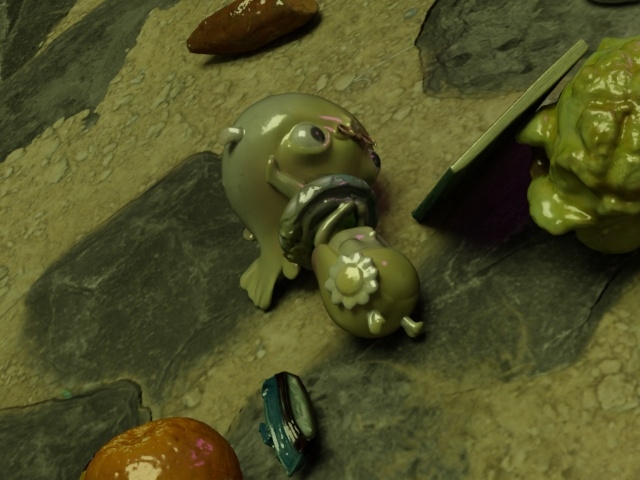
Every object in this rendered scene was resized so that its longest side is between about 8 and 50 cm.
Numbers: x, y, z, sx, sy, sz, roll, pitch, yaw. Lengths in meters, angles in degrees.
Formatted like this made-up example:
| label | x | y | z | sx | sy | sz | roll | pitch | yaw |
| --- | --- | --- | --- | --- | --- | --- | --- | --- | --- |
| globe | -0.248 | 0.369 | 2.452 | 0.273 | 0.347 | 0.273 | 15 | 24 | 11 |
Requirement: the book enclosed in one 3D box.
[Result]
| label | x | y | z | sx | sy | sz | roll | pitch | yaw |
| --- | --- | --- | --- | --- | --- | --- | --- | --- | --- |
| book | 0.201 | -0.119 | 1.305 | 0.215 | 0.025 | 0.282 | -44 | -4 | -10 |

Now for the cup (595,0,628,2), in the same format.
| label | x | y | z | sx | sy | sz | roll | pitch | yaw |
| --- | --- | --- | --- | --- | --- | --- | --- | --- | --- |
| cup | 0.421 | -0.421 | 1.520 | 0.173 | 0.134 | 0.142 | -44 | 39 | -12 |

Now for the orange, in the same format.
| label | x | y | z | sx | sy | sz | roll | pitch | yaw |
| --- | --- | --- | --- | --- | --- | --- | --- | --- | --- |
| orange | -0.170 | 0.271 | 1.201 | 0.178 | 0.155 | 0.177 | -32 | -1 | 0 |

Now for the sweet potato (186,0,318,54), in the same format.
| label | x | y | z | sx | sy | sz | roll | pitch | yaw |
| --- | --- | --- | --- | --- | --- | --- | --- | --- | --- |
| sweet potato | -0.124 | -0.377 | 1.933 | 0.252 | 0.097 | 0.097 | -13 | 42 | 25 |

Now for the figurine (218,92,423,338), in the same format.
| label | x | y | z | sx | sy | sz | roll | pitch | yaw |
| --- | --- | --- | --- | --- | --- | --- | --- | --- | --- |
| figurine | 0.000 | 0.000 | 1.393 | 0.274 | 0.227 | 0.394 | -58 | 43 | 22 |

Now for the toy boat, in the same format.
| label | x | y | z | sx | sy | sz | roll | pitch | yaw |
| --- | --- | --- | --- | --- | --- | --- | --- | --- | --- |
| toy boat | -0.039 | 0.207 | 1.262 | 0.061 | 0.060 | 0.137 | -52 | 33 | 21 |

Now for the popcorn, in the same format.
| label | x | y | z | sx | sy | sz | roll | pitch | yaw |
| --- | --- | --- | --- | --- | --- | --- | --- | --- | --- |
| popcorn | 0.323 | -0.112 | 1.180 | 0.255 | 0.195 | 0.256 | -55 | -2 | 14 |
